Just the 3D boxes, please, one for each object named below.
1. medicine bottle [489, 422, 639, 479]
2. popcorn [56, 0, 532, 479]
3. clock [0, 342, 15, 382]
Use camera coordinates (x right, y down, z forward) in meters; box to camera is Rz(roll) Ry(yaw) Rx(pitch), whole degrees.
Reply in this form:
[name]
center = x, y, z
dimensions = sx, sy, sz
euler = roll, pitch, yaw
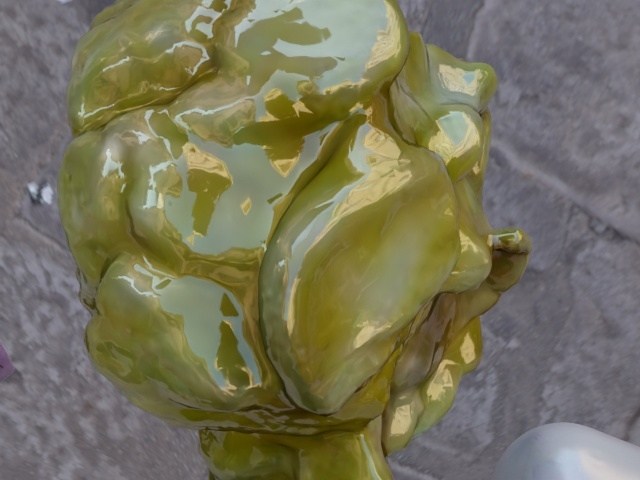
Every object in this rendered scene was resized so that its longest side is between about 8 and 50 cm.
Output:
[medicine bottle]
center = 0.285, 0.241, 0.872
dimensions = 0.341, 0.130, 0.130
euler = 24, 74, -4
[popcorn]
center = -0.029, -0.006, 0.681
dimensions = 0.293, 0.334, 0.292
euler = 23, 71, 40
[clock]
center = -0.387, 0.102, 1.271
dimensions = 0.050, 0.110, 0.152
euler = -34, 116, -19
